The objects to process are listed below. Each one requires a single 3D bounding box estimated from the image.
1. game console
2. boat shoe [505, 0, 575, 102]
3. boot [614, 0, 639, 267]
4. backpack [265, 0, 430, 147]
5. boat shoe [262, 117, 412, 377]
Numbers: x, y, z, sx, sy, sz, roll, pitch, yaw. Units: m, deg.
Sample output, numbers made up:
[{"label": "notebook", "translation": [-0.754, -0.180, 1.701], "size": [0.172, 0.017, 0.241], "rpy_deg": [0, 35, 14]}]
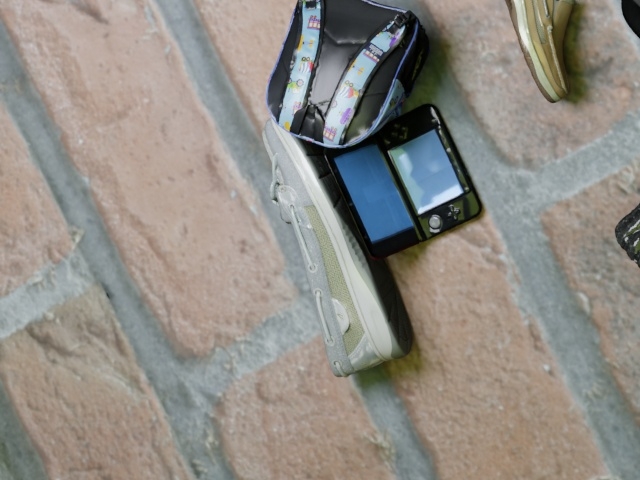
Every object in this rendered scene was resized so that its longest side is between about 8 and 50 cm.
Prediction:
[{"label": "game console", "translation": [0.095, -0.068, 2.001], "size": [0.124, 0.085, 0.144], "rpy_deg": [-26, 87, 23]}, {"label": "boat shoe", "translation": [0.247, -0.248, 1.933], "size": [0.072, 0.068, 0.190], "rpy_deg": [-20, 88, 11]}, {"label": "boot", "translation": [0.388, -0.107, 1.857], "size": [0.348, 0.131, 0.260], "rpy_deg": [52, 129, 27]}, {"label": "backpack", "translation": [0.027, -0.183, 1.973], "size": [0.158, 0.117, 0.173], "rpy_deg": [19, 84, 18]}, {"label": "boat shoe", "translation": [0.001, 0.001, 2.032], "size": [0.103, 0.118, 0.320], "rpy_deg": [-24, 94, 18]}]
